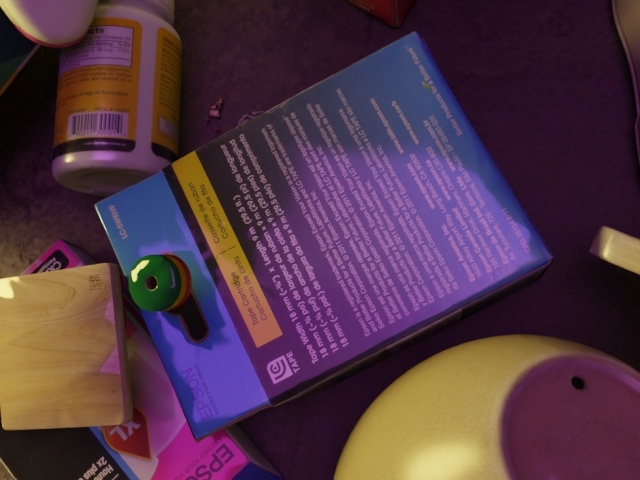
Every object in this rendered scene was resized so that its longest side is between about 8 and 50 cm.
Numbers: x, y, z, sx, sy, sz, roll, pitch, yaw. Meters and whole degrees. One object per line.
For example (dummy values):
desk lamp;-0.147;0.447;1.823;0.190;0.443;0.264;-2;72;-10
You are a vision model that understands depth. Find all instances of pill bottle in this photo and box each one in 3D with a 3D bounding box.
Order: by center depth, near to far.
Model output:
pill bottle;-0.198;-0.156;0.729;0.119;0.119;0.209;-1;78;7

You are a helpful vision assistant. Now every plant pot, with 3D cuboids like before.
plant pot;0.159;0.181;0.521;0.284;0.191;0.284;4;56;-6

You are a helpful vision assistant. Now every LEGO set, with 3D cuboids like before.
LEGO set;-0.085;-0.116;0.754;0.083;0.023;0.054;18;81;10

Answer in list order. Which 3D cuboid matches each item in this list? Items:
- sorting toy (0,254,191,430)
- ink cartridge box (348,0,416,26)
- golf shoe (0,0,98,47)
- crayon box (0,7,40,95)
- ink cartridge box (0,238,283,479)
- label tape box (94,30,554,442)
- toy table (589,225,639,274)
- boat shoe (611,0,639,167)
sorting toy;-0.224;0.093;0.641;0.274;0.046;0.132;-9;86;22
ink cartridge box;-0.010;-0.396;0.620;0.279;0.385;0.160;35;84;13
golf shoe;-0.216;-0.304;0.579;0.115;0.140;0.306;-11;118;-32
crayon box;-0.409;-0.141;0.725;0.202;0.081;0.319;29;81;46
ink cartridge box;-0.186;0.188;0.685;0.176;0.069;0.371;-44;79;-3
label tape box;0.000;0.000;0.677;0.333;0.106;0.241;-27;76;3
toy table;0.349;0.052;0.562;0.274;0.161;0.252;32;97;-8
boat shoe;0.347;-0.196;0.683;0.095;0.112;0.335;0;83;-11
